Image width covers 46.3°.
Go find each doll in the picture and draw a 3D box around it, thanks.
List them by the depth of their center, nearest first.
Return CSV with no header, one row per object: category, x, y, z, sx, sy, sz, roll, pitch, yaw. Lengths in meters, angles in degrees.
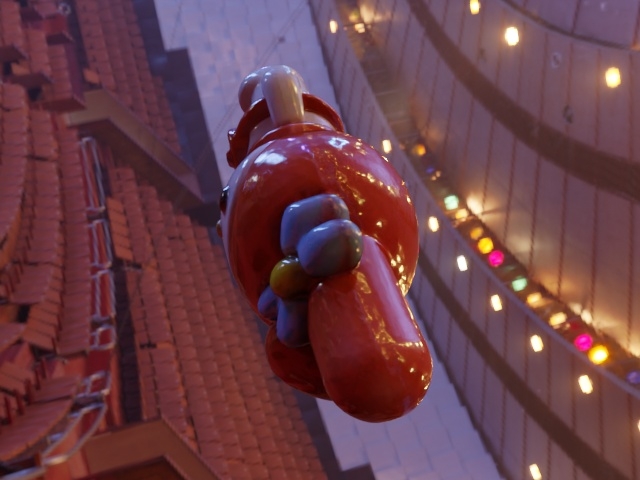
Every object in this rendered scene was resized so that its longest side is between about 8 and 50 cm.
doll,0.000,0.000,0.493,0.161,0.129,0.290,88,-13,-49
